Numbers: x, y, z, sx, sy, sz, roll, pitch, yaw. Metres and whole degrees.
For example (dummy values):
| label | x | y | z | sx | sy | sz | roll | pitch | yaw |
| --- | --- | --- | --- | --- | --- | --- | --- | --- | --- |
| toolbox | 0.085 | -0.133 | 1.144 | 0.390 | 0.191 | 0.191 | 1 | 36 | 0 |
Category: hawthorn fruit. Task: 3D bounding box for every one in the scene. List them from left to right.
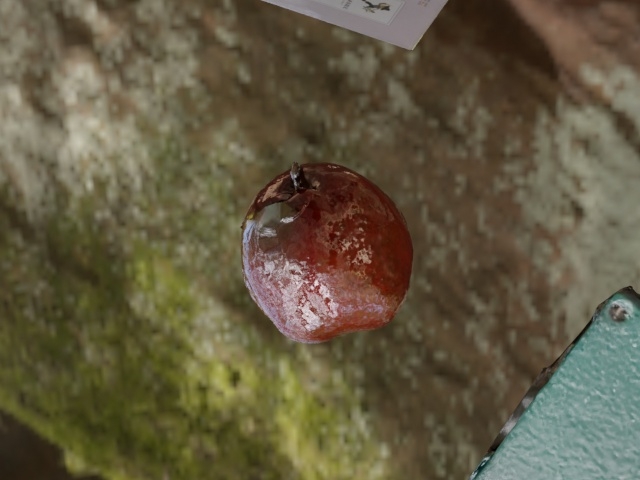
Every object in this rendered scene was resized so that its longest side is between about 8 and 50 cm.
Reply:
| label | x | y | z | sx | sy | sz | roll | pitch | yaw |
| --- | --- | --- | --- | --- | --- | --- | --- | --- | --- |
| hawthorn fruit | 0.000 | 0.000 | 2.030 | 0.185 | 0.202 | 0.185 | -13 | -139 | 12 |

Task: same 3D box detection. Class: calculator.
| label | x | y | z | sx | sy | sz | roll | pitch | yaw |
| --- | --- | --- | --- | --- | --- | --- | --- | --- | --- |
| calculator | 0.261 | 0.190 | 1.562 | 0.248 | 0.274 | 0.058 | 37 | -149 | 13 |

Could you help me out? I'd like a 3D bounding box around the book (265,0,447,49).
| label | x | y | z | sx | sy | sz | roll | pitch | yaw |
| --- | --- | --- | --- | --- | --- | --- | --- | --- | --- |
| book | 0.020 | -0.229 | 1.825 | 0.182 | 0.127 | 0.014 | 17 | -110 | -9 |
